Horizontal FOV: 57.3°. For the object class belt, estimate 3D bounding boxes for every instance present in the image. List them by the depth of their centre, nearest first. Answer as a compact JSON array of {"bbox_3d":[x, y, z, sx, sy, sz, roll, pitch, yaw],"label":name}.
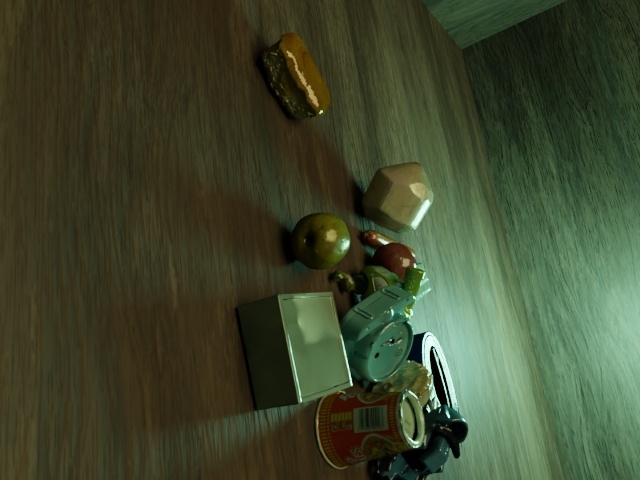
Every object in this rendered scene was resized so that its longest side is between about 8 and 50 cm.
[{"bbox_3d":[0.324,0.459,1.795,0.212,0.117,0.346,11,64,-58],"label":"belt"}]

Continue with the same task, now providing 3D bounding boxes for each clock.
[{"bbox_3d":[0.156,0.269,1.544,0.224,0.094,0.274,-31,128,-31],"label":"clock"}]

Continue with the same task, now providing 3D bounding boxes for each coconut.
[{"bbox_3d":[0.254,-0.144,1.884,0.224,0.224,0.233,27,88,-51],"label":"coconut"}]

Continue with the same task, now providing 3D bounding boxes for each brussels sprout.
[{"bbox_3d":[0.064,0.109,1.634,0.083,0.046,0.050,43,34,-38],"label":"brussels sprout"}]

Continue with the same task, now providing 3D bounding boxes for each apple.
[{"bbox_3d":[0.233,0.076,1.831,0.153,0.120,0.153,55,-2,3],"label":"apple"}]

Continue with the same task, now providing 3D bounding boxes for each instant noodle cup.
[{"bbox_3d":[0.126,0.434,1.388,0.193,0.212,0.193,36,45,-46],"label":"instant noodle cup"}]

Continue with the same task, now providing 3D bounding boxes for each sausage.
[{"bbox_3d":[0.235,0.021,1.954,0.348,0.053,0.053,21,56,-53],"label":"sausage"}]

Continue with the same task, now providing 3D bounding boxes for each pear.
[{"bbox_3d":[0.000,0.000,1.489,0.162,0.149,0.148,-3,76,-67],"label":"pear"}]

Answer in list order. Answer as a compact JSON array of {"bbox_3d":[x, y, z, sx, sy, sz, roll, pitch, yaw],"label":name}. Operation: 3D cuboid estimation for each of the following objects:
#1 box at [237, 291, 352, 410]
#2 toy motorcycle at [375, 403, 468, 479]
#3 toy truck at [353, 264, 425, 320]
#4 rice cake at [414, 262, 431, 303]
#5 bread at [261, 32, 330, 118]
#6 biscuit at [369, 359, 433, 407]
[{"bbox_3d":[-0.054,0.239,1.299,0.225,0.118,0.224,5,70,-58],"label":"box"},{"bbox_3d":[0.257,0.571,1.508,0.172,0.232,0.416,59,33,-28],"label":"toy motorcycle"},{"bbox_3d":[0.199,0.166,1.687,0.148,0.211,0.186,6,85,-59],"label":"toy truck"},{"bbox_3d":[0.335,0.150,2.061,0.211,0.038,0.124,-10,83,-60],"label":"rice cake"},{"bbox_3d":[-0.064,-0.461,1.669,0.245,0.121,0.174,57,34,-19],"label":"bread"},{"bbox_3d":[0.220,0.407,1.590,0.084,0.179,0.281,65,31,-11],"label":"biscuit"}]
